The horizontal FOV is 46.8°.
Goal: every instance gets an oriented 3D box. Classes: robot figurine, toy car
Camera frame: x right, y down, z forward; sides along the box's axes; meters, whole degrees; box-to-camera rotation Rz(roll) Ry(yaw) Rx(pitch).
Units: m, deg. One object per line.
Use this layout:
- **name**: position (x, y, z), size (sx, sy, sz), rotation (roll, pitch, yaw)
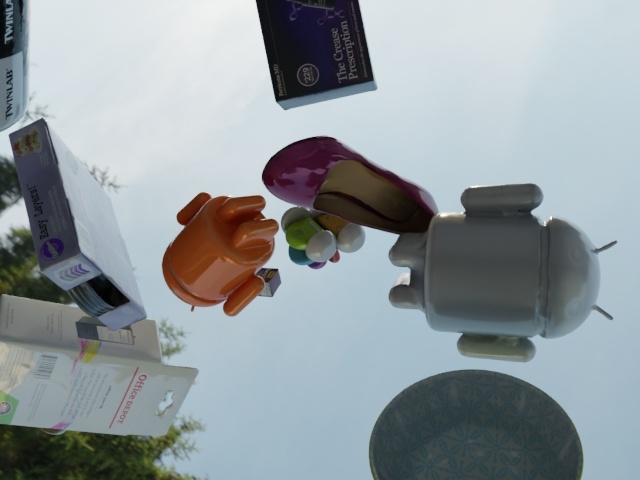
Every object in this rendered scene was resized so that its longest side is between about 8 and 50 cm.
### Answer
- **robot figurine**: position (-0.154, 0.020, 1.104), size (0.219, 0.158, 0.128), rotation (-41, -161, 38)
- **robot figurine**: position (0.291, 0.054, 1.200), size (0.353, 0.300, 0.200), rotation (3, -163, 14)
- **toy car**: position (0.000, 0.000, 1.669), size (0.182, 0.136, 0.159), rotation (-16, -137, -33)

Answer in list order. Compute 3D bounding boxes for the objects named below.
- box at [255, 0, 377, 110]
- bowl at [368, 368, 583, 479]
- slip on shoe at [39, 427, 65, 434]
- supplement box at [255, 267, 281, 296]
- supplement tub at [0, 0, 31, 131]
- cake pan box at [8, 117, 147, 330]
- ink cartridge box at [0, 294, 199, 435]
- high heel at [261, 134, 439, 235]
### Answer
- **box**: position (-0.013, -0.388, 1.343), size (0.184, 0.103, 0.261), rotation (-12, -90, 9)
- **bowl**: position (0.222, 0.343, 1.062), size (0.289, 0.156, 0.289), rotation (-8, -145, 5)
- **slip on shoe**: position (-0.543, 0.324, 1.424), size (0.135, 0.041, 0.051), rotation (38, -106, 20)
- **supplement box**: position (-0.135, 0.090, 1.619), size (0.083, 0.043, 0.055), rotation (2, -148, 21)
- **supplement tub**: position (-0.436, -0.293, 0.852), size (0.194, 0.316, 0.193), rotation (11, -147, -7)
- **cake pan box**: position (-0.365, -0.013, 1.132), size (0.070, 0.246, 0.267), rotation (-25, -117, -1)
- **ink cartridge box**: position (-0.423, 0.237, 1.346), size (0.207, 0.353, 0.119), rotation (-60, -148, 27)
- **high heel**: position (0.072, -0.073, 1.218), size (0.181, 0.377, 0.127), rotation (42, -63, 29)
